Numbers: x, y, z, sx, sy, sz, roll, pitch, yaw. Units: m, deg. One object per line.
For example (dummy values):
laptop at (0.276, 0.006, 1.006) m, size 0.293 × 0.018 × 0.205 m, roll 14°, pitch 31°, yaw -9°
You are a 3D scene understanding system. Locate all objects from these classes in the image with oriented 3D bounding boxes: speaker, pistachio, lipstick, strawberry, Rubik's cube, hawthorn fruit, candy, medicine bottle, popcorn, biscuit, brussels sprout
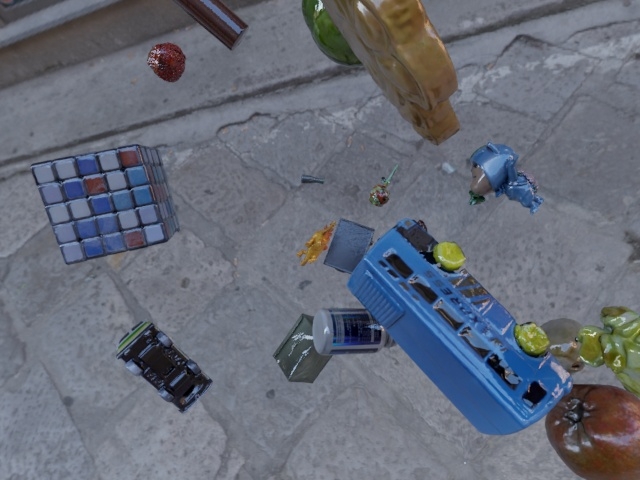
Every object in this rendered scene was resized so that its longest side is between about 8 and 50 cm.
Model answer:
speaker at (0.136, 0.034, 1.914) m, size 0.184 × 0.254 × 0.232 m, roll 20°, pitch 90°, yaw 4°
pistachio at (0.610, 0.269, 1.041) m, size 0.131 × 0.206 × 0.129 m, roll 26°, pitch 117°, yaw 32°
lipstick at (-0.273, -0.450, 0.652) m, size 0.057 × 0.357 × 0.057 m, roll -46°, pitch 16°, yaw 18°
strawberry at (-0.331, -0.390, 0.884) m, size 0.083 × 0.083 × 0.096 m, roll -40°, pitch 26°, yaw -5°
Rubik's cube at (-0.616, -0.118, 1.230) m, size 0.293 × 0.292 × 0.287 m, roll -13°, pitch 101°, yaw -7°
hawthorn fruit at (0.635, 0.432, 0.885) m, size 0.262 × 0.210 × 0.210 m, roll 30°, pitch 71°, yaw -11°
candy at (0.273, -0.237, 1.652) m, size 0.084 × 0.078 × 0.287 m, roll -34°, pitch 16°, yaw 46°
medicine bottle at (0.085, 0.214, 0.962) m, size 0.191 × 0.107 × 0.107 m, roll 3°, pitch 58°, yaw -17°
popcorn at (0.434, 0.150, 0.526) m, size 0.162 × 0.141 × 0.135 m, roll -13°, pitch 99°, yaw 8°
biscuit at (0.055, -0.264, 0.490) m, size 0.057 × 0.312 × 0.351 m, roll -35°, pitch 94°, yaw 15°
brussels sprout at (0.088, -0.525, 0.948) m, size 0.219 × 0.271 × 0.210 m, roll 56°, pitch 133°, yaw 13°

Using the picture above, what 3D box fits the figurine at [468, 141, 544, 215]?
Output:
figurine at (0.384, -0.117, 0.878) m, size 0.178 × 0.114 × 0.144 m, roll 44°, pitch 116°, yaw 10°

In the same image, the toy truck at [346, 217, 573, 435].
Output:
toy truck at (0.227, 0.148, 0.710) m, size 0.162 × 0.161 × 0.385 m, roll -36°, pitch 75°, yaw -26°

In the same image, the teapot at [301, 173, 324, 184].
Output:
teapot at (-0.035, -0.286, 1.926) m, size 0.111 × 0.043 × 0.042 m, roll 5°, pitch 61°, yaw -9°

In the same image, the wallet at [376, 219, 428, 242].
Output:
wallet at (0.318, 0.080, 1.518) m, size 0.221 × 0.071 × 0.262 m, roll -26°, pitch 60°, yaw 45°

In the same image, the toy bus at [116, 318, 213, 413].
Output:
toy bus at (-0.518, 0.406, 1.342) m, size 0.143 × 0.305 × 0.179 m, roll -47°, pitch 28°, yaw -23°

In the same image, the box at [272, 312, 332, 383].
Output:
box at (-0.055, 0.439, 1.657) m, size 0.231 × 0.155 × 0.149 m, roll -55°, pitch 45°, yaw 10°

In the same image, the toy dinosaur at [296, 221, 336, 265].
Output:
toy dinosaur at (0.000, 0.000, 1.464) m, size 0.070 × 0.288 × 0.117 m, roll 42°, pitch 42°, yaw 7°
